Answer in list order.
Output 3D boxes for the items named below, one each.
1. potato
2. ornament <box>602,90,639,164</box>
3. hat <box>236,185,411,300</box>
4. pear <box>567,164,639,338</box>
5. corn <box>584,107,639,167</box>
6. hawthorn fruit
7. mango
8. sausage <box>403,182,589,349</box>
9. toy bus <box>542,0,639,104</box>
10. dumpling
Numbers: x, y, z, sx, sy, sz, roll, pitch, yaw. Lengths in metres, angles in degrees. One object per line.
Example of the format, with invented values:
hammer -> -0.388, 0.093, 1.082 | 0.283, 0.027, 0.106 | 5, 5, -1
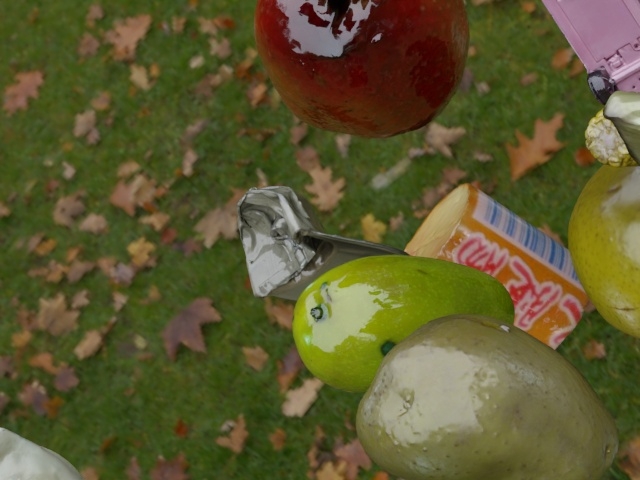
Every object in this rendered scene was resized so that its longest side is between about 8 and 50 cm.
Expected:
potato -> 0.133, 0.139, 0.888 | 0.194, 0.157, 0.157 | 26, 73, 10
ornament -> 0.206, -0.044, 0.510 | 0.201, 0.180, 0.059 | -160, 80, -70
hat -> 0.000, 0.000, 1.710 | 0.214, 0.244, 0.149 | 126, 137, -53
pear -> 0.515, -0.038, 1.644 | 0.386, 0.191, 0.340 | 2, 50, 51
corn -> 0.441, -0.154, 1.432 | 0.101, 0.310, 0.101 | 12, 108, 39
hawthorn fruit -> 0.049, -0.279, 1.486 | 0.284, 0.369, 0.285 | -1, 83, 10
mango -> 0.102, 0.091, 1.273 | 0.175, 0.293, 0.143 | -40, 59, 46
sausage -> 0.313, 0.063, 2.039 | 0.233, 0.287, 0.233 | -53, 12, 16
toy bus -> 0.188, -0.174, 0.793 | 0.063, 0.203, 0.090 | -30, 14, 27
dumpling -> -0.376, 0.355, 1.443 | 0.131, 0.252, 0.179 | 11, 52, 36
